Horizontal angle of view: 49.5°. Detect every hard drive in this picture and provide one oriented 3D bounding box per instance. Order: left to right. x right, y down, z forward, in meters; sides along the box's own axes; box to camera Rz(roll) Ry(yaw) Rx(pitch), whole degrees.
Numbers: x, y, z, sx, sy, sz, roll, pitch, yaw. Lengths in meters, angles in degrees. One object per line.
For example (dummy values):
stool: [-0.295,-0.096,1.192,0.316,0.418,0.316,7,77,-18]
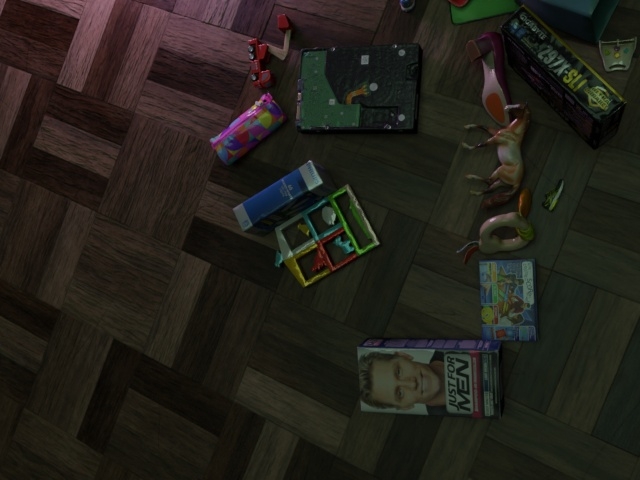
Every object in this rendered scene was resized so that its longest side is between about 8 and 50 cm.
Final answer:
hard drive: [0.103,-0.409,1.893,0.338,0.064,0.237,2,86,19]

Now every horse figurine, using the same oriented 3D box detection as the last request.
horse figurine: [0.449,-0.205,1.738,0.174,0.066,0.264,-5,88,26]

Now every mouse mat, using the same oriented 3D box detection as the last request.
mouse mat: [0.432,-0.658,1.828,0.189,0.007,0.153,-7,82,20]

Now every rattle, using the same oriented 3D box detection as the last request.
rattle: [0.433,-0.037,1.742,0.199,0.130,0.143,-35,53,45]

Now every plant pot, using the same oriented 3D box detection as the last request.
plant pot: [0.593,-0.618,1.688,0.234,0.165,0.166,29,95,27]

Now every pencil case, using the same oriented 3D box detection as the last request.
pencil case: [-0.206,-0.319,1.979,0.236,0.104,0.104,-40,73,13]

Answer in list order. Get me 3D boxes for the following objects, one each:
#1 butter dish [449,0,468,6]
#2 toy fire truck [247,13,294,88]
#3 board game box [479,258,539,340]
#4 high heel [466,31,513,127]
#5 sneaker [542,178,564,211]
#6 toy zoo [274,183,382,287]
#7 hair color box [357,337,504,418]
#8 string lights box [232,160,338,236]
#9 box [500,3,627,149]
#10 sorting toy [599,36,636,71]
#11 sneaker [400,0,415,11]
butter dish: [0.353,-0.722,1.796,0.160,0.118,0.160,-47,71,9]
toy fire truck: [-0.138,-0.542,2.002,0.135,0.047,0.192,-9,83,18]
board game box: [0.465,0.146,1.712,0.136,0.035,0.201,-2,91,20]
high heel: [0.461,-0.414,1.776,0.082,0.117,0.244,-28,87,61]
sneaker: [0.574,-0.115,1.711,0.035,0.031,0.083,25,94,21]
toy zoo: [0.000,0.000,1.909,0.293,0.030,0.192,-31,76,15]
hair color box: [0.273,0.338,1.723,0.347,0.105,0.174,-2,96,20]
string lights box: [-0.095,-0.112,1.899,0.259,0.133,0.077,-30,75,15]
box: [0.562,-0.374,1.621,0.079,0.257,0.322,-42,72,12]
sorting toy: [0.721,-0.450,1.687,0.083,0.045,0.075,0,92,19]
sneaker: [0.229,-0.694,1.877,0.052,0.058,0.135,-12,80,18]
